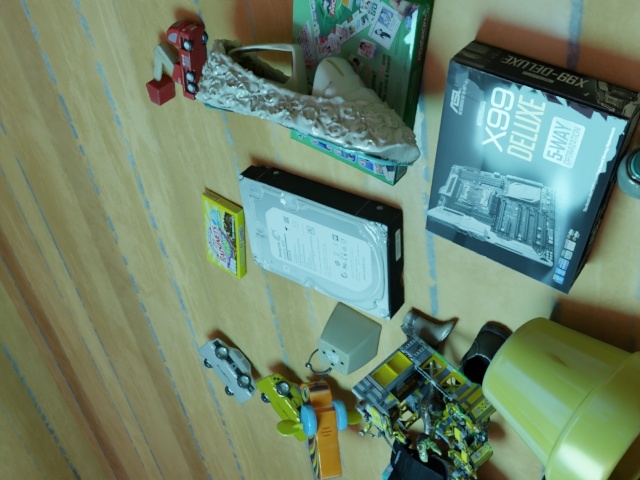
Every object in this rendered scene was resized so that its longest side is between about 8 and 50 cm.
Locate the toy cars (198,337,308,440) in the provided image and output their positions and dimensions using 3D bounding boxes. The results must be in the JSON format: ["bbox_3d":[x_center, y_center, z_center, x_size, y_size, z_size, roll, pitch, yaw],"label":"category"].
[{"bbox_3d":[-0.149,0.366,1.855,0.394,0.087,0.176,23,133,32],"label":"toy cars"}]

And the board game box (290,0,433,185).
[{"bbox_3d":[0.051,-0.257,1.116,0.214,0.046,0.317,29,140,23],"label":"board game box"}]

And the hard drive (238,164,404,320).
[{"bbox_3d":[0.000,0.000,1.389,0.339,0.064,0.236,22,137,29],"label":"hard drive"}]

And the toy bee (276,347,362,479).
[{"bbox_3d":[0.006,0.395,1.696,0.195,0.298,0.162,17,178,-17],"label":"toy bee"}]

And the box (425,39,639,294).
[{"bbox_3d":[0.284,-0.099,1.013,0.242,0.076,0.307,27,139,24],"label":"box"}]

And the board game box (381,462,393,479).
[{"bbox_3d":[0.257,0.641,1.744,0.210,0.047,0.160,13,132,37],"label":"board game box"}]

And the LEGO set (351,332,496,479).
[{"bbox_3d":[0.186,0.352,1.355,0.255,0.192,0.331,44,161,26],"label":"LEGO set"}]

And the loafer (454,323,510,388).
[{"bbox_3d":[0.285,0.243,1.326,0.080,0.078,0.220,27,139,23],"label":"loafer"}]

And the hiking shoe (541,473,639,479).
[{"bbox_3d":[0.515,0.481,1.320,0.227,0.086,0.114,-7,117,47],"label":"hiking shoe"}]

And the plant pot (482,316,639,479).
[{"bbox_3d":[0.395,0.248,1.113,0.239,0.254,0.254,39,145,37],"label":"plant pot"}]

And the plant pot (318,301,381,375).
[{"bbox_3d":[0.052,0.216,1.508,0.109,0.096,0.109,28,140,22],"label":"plant pot"}]

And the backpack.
[{"bbox_3d":[0.222,0.581,1.517,0.213,0.276,0.263,29,163,-5],"label":"backpack"}]

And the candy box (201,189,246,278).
[{"bbox_3d":[-0.215,-0.010,1.612,0.105,0.027,0.206,30,140,25],"label":"candy box"}]

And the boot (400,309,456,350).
[{"bbox_3d":[0.199,0.165,1.371,0.087,0.042,0.118,44,137,16],"label":"boot"}]

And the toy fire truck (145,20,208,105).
[{"bbox_3d":[-0.272,-0.331,1.355,0.135,0.047,0.192,28,139,24],"label":"toy fire truck"}]

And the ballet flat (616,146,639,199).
[{"bbox_3d":[0.473,-0.060,0.884,0.213,0.072,0.068,21,167,14],"label":"ballet flat"}]

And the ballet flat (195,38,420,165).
[{"bbox_3d":[-0.030,-0.224,1.087,0.409,0.147,0.147,22,137,29],"label":"ballet flat"}]
